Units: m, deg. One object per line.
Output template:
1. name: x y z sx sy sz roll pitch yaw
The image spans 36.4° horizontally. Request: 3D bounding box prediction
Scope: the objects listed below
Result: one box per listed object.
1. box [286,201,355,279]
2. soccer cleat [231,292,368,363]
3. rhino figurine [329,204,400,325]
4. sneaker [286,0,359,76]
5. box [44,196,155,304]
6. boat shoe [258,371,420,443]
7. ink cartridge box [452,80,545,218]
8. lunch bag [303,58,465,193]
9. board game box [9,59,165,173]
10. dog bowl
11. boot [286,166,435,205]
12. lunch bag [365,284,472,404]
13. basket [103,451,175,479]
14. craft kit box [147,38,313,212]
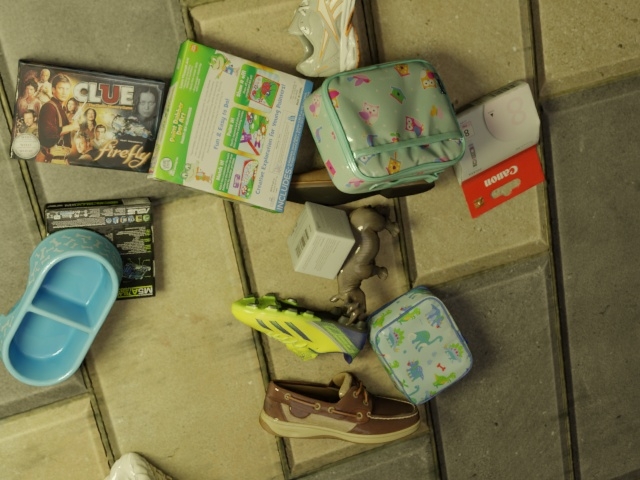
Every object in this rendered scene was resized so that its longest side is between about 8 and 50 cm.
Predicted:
1. box: 0.000 0.000 1.834 0.087 0.102 0.101 13 124 -22
2. soccer cleat: -0.042 0.180 1.898 0.289 0.093 0.121 13 105 -23
3. rhino figurine: 0.077 0.045 1.878 0.106 0.073 0.243 12 93 -44
4. sneaker: -0.002 -0.412 1.719 0.121 0.099 0.263 -9 109 -12
5. box: -0.394 0.020 1.747 0.190 0.045 0.184 -5 112 -18
6. boat shoe: 0.050 0.328 1.968 0.341 0.123 0.123 6 107 -15
7. ink cartridge box: 0.357 -0.177 1.945 0.189 0.066 0.232 -27 110 -10
8. lunch bag: 0.126 -0.203 1.754 0.279 0.108 0.224 -15 78 -31
9. board game box: -0.400 -0.210 1.670 0.243 0.042 0.165 4 105 -21
10. dog bowl: -0.455 0.125 1.699 0.166 0.074 0.297 25 101 -26
11. boot: 0.059 -0.135 1.847 0.305 0.112 0.115 -7 79 -12
12. lunch bag: 0.204 0.214 1.998 0.176 0.090 0.219 -34 115 -5
13. basket: -0.327 0.644 1.825 0.266 0.328 0.331 37 92 -30
14. craft kit box: -0.156 -0.196 1.720 0.246 0.061 0.250 16 85 -26
